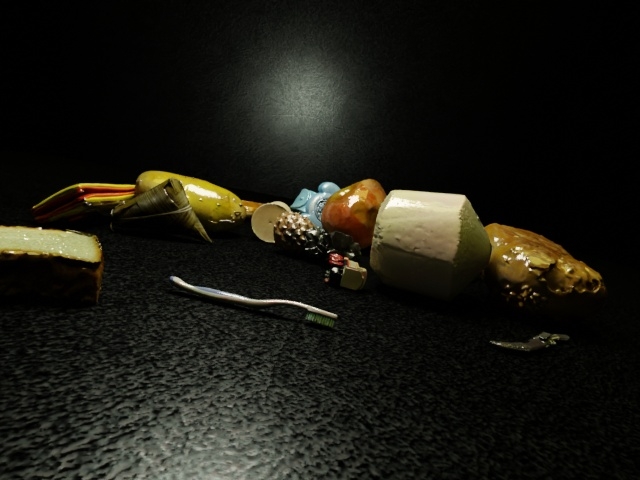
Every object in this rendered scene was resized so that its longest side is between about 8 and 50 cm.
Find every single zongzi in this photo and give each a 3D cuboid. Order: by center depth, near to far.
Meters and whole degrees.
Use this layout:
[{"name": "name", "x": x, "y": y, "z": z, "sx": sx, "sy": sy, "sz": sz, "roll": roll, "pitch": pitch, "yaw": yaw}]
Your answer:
[{"name": "zongzi", "x": -0.388, "y": -0.033, "z": 0.975, "sx": 0.187, "sy": 0.184, "sz": 0.084, "roll": -27, "pitch": 13, "yaw": -2}]

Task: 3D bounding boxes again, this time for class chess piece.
[{"name": "chess piece", "x": -0.146, "y": -0.077, "z": 1.336, "sx": 0.117, "sy": 0.117, "sz": 0.397, "roll": 10, "pitch": 8, "yaw": -3}]

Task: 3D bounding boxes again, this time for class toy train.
[{"name": "toy train", "x": 0.054, "y": 0.067, "z": 0.877, "sx": 0.086, "sy": 0.050, "sz": 0.138, "roll": 15, "pitch": 8, "yaw": 0}]

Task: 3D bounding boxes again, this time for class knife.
[{"name": "knife", "x": 0.374, "y": 0.172, "z": 0.686, "sx": 0.222, "sy": 0.021, "sz": 0.045, "roll": 4, "pitch": 9, "yaw": -32}]

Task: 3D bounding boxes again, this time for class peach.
[{"name": "peach", "x": 0.120, "y": -0.092, "z": 1.309, "sx": 0.214, "sy": 0.235, "sz": 0.214, "roll": 39, "pitch": -7, "yaw": 6}]

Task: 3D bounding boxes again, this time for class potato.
[{"name": "potato", "x": -0.352, "y": -0.102, "z": 1.109, "sx": 0.300, "sy": 0.140, "sz": 0.173, "roll": 16, "pitch": -6, "yaw": -24}]

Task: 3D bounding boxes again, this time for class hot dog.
[{"name": "hot dog", "x": -0.237, "y": -0.108, "z": 1.554, "sx": 0.092, "sy": 0.062, "sz": 0.235, "roll": 35, "pitch": 16, "yaw": 31}]

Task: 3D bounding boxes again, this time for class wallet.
[{"name": "wallet", "x": -0.560, "y": -0.087, "z": 0.983, "sx": 0.141, "sy": 0.067, "sz": 0.241, "roll": -21, "pitch": 7, "yaw": 6}]

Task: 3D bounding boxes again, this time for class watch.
[{"name": "watch", "x": -0.009, "y": -0.098, "z": 1.476, "sx": 0.210, "sy": 0.211, "sz": 0.193, "roll": 7, "pitch": -1, "yaw": -23}]

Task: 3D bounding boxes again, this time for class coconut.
[{"name": "coconut", "x": 0.244, "y": 0.008, "z": 0.880, "sx": 0.244, "sy": 0.239, "sz": 0.239, "roll": 12, "pitch": 9, "yaw": 16}]

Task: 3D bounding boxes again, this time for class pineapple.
[{"name": "pineapple", "x": -0.010, "y": 0.002, "z": 1.015, "sx": 0.237, "sy": 0.111, "sz": 0.119, "roll": 18, "pitch": 21, "yaw": 30}]

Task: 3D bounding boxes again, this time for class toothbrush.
[{"name": "toothbrush", "x": -0.107, "y": 0.091, "z": 0.613, "sx": 0.269, "sy": 0.027, "sz": 0.021, "roll": 12, "pitch": -26, "yaw": 7}]

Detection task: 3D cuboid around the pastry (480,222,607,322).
[{"name": "pastry", "x": 0.479, "y": 0.080, "z": 0.923, "sx": 0.255, "sy": 0.162, "sz": 0.311, "roll": 21, "pitch": 19, "yaw": -4}]

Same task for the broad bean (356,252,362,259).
[{"name": "broad bean", "x": 0.000, "y": 0.000, "z": 1.210, "sx": 0.144, "sy": 0.050, "sz": 0.292, "roll": 9, "pitch": 8, "yaw": -28}]

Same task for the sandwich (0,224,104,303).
[{"name": "sandwich", "x": -0.416, "y": 0.027, "z": 0.538, "sx": 0.214, "sy": 0.065, "sz": 0.186, "roll": 3, "pitch": 11, "yaw": -35}]
